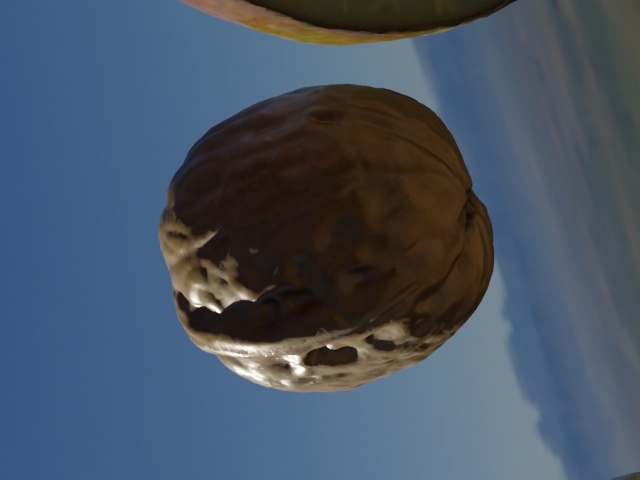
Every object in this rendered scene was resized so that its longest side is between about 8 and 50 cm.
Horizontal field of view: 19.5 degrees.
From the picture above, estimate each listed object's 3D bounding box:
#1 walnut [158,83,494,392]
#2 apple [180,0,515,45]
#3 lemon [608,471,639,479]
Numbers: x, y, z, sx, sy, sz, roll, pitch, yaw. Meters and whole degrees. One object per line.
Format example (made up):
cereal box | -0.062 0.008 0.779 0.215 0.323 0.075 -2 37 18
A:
walnut | 0.000 0.000 1.169 0.213 0.213 0.213 -18 -90 -85
apple | -0.058 -0.216 0.881 0.346 0.179 0.254 45 -148 -16
lemon | 0.256 0.281 1.207 0.268 0.322 0.268 -59 -13 -22
